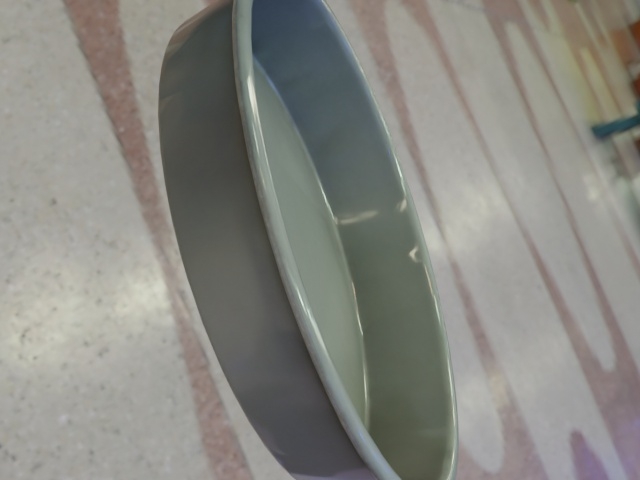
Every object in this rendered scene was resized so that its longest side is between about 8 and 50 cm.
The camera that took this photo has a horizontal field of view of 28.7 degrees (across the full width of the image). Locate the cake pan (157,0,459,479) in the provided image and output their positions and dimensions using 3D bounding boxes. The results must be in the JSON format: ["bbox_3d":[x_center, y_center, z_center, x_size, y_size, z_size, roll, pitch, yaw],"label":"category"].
[{"bbox_3d":[0.000,0.000,0.641,0.293,0.054,0.293,-17,90,-74],"label":"cake pan"}]
